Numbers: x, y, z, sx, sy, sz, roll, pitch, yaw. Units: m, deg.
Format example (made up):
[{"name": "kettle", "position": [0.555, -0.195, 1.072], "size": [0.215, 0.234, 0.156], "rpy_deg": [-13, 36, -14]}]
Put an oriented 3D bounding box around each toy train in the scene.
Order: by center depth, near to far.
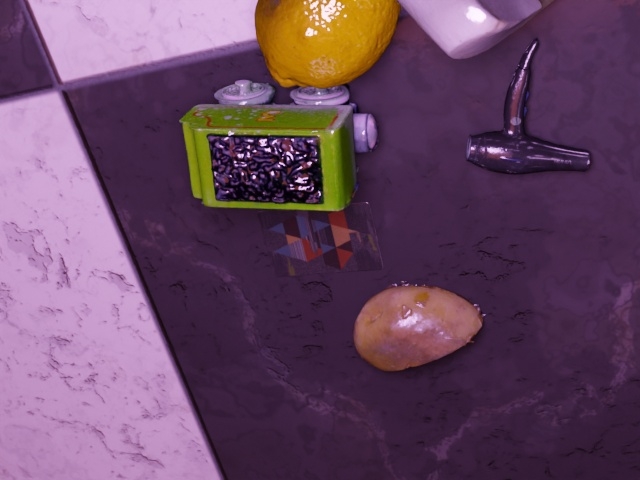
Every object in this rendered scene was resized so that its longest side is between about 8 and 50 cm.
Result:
[{"name": "toy train", "position": [-0.071, -0.150, 1.588], "size": [0.307, 0.249, 0.173], "rpy_deg": [3, 117, 14]}]

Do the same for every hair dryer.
[{"name": "hair dryer", "position": [0.336, -0.207, 1.559], "size": [0.196, 0.075, 0.219], "rpy_deg": [5, 113, 1]}]

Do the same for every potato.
[{"name": "potato", "position": [0.158, 0.152, 1.787], "size": [0.243, 0.098, 0.138], "rpy_deg": [-25, 108, 25]}]

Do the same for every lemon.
[{"name": "lemon", "position": [0.009, -0.336, 1.484], "size": [0.204, 0.204, 0.260], "rpy_deg": [38, 115, -8]}]

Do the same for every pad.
[{"name": "pad", "position": [0.000, 0.000, 1.796], "size": [0.211, 0.003, 0.143], "rpy_deg": [-5, 118, 18]}]

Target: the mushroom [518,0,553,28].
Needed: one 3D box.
[{"name": "mushroom", "position": [0.351, -0.411, 1.413], "size": [0.100, 0.081, 0.312], "rpy_deg": [25, 133, -38]}]

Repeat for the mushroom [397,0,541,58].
[{"name": "mushroom", "position": [0.121, -0.427, 1.373], "size": [0.397, 0.177, 0.126], "rpy_deg": [50, 134, 5]}]
